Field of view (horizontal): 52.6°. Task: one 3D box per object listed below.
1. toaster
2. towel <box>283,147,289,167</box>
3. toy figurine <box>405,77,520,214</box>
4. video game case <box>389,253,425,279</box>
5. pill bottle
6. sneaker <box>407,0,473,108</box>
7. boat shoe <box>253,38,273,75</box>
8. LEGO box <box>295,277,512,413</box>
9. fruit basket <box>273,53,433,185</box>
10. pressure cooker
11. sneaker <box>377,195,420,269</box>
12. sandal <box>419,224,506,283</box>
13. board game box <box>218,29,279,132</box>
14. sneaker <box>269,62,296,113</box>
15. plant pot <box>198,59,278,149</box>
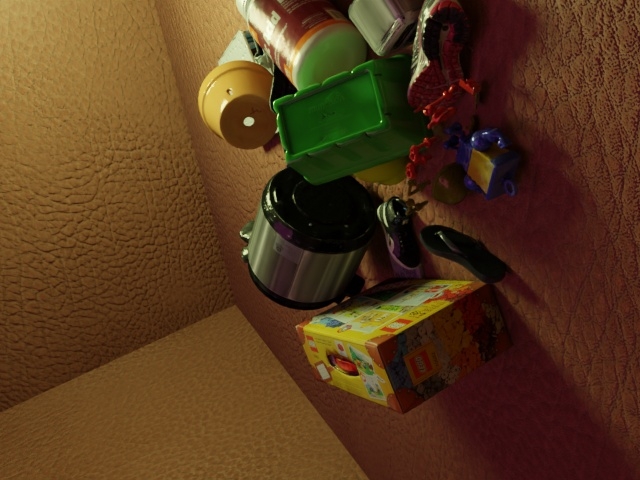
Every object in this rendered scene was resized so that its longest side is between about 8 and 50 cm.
[{"bbox_3d":[0.164,-0.521,1.447,0.146,0.129,0.227,60,157,6],"label":"toaster"},{"bbox_3d":[-0.016,-0.252,2.183,0.228,0.076,0.308,15,128,34],"label":"towel"},{"bbox_3d":[0.326,-0.138,1.398,0.217,0.191,0.362,46,154,32],"label":"toy figurine"},{"bbox_3d":[0.278,0.118,2.019,0.157,0.019,0.143,23,134,60],"label":"video game case"},{"bbox_3d":[-0.065,-0.590,1.792,0.392,0.224,0.224,54,156,30],"label":"pill bottle"},{"bbox_3d":[0.256,-0.403,1.397,0.299,0.121,0.112,95,174,-55],"label":"sneaker"},{"bbox_3d":[-0.194,-0.647,2.254,0.079,0.081,0.227,36,144,54],"label":"boat shoe"},{"bbox_3d":[0.211,0.266,1.808,0.500,0.373,0.193,-4,109,65],"label":"LEGO box"},{"bbox_3d":[0.111,-0.282,1.657,0.392,0.392,0.282,155,103,-70],"label":"fruit basket"},{"bbox_3d":[-0.049,0.011,2.054,0.420,0.376,0.369,110,144,-44],"label":"pressure cooker"},{"bbox_3d":[0.237,-0.024,1.877,0.216,0.079,0.121,64,161,9],"label":"sneaker"},{"bbox_3d":[0.358,0.017,1.620,0.255,0.097,0.054,33,144,39],"label":"sandal"},{"bbox_3d":[-0.268,-0.585,2.552,0.389,0.050,0.390,67,159,-5],"label":"board game box"},{"bbox_3d":[-0.109,-0.541,2.043,0.124,0.107,0.283,-112,36,-71],"label":"sneaker"},{"bbox_3d":[-0.260,-0.440,2.201,0.203,0.291,0.290,-114,12,-53],"label":"plant pot"}]
